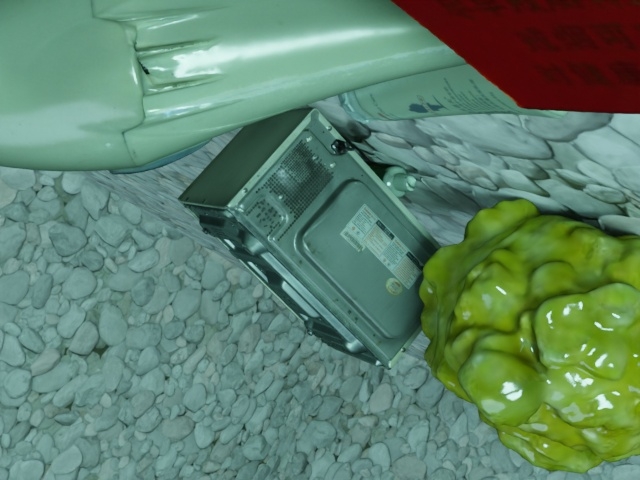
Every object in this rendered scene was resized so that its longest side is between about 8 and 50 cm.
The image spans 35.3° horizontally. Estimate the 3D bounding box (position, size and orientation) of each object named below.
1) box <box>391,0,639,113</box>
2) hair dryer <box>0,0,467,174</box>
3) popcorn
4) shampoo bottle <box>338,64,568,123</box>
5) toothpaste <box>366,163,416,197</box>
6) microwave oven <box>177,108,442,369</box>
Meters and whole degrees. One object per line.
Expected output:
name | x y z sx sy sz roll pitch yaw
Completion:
box | 0.051 -0.151 0.310 0.313 0.089 0.197 30 172 -33
hair dryer | -0.044 -0.125 0.587 0.296 0.119 0.298 -1 -159 16
popcorn | 0.214 0.092 0.876 0.241 0.235 0.250 3 -168 -3
shampoo bottle | 0.079 -0.104 0.653 0.072 0.049 0.212 25 173 -25
toothpaste | 0.042 -0.066 1.070 0.049 0.031 0.204 48 164 -24
microwave oven | 0.000 0.000 1.027 0.240 0.145 0.194 46 169 -21
